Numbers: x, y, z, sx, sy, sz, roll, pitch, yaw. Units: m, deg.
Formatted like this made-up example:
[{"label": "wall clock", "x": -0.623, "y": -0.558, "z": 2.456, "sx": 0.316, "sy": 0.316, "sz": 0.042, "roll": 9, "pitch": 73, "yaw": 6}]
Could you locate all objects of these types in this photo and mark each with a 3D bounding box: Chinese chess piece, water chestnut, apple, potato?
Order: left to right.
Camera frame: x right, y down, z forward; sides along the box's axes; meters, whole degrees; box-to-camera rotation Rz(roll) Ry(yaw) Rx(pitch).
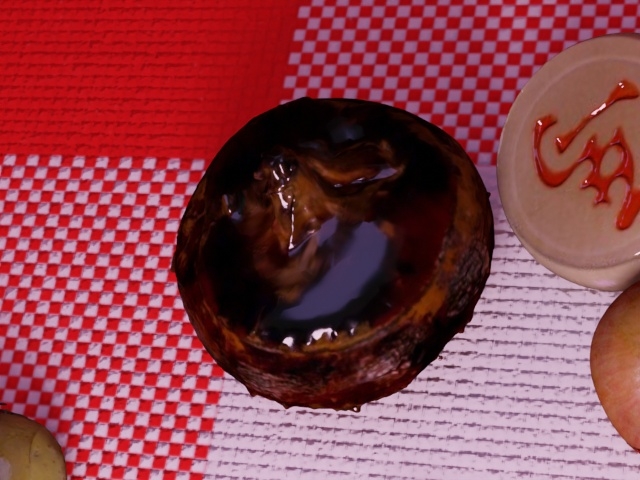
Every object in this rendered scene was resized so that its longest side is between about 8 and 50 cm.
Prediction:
[{"label": "potato", "x": -0.378, "y": 0.255, "z": 2.055, "sx": 0.248, "sy": 0.143, "sz": 0.169, "roll": 4, "pitch": 71, "yaw": 31}, {"label": "water chestnut", "x": 0.000, "y": 0.000, "z": 1.941, "sx": 0.350, "sy": 0.302, "sz": 0.351, "roll": -6, "pitch": 63, "yaw": 12}, {"label": "Chinese chess piece", "x": 0.308, "y": -0.081, "z": 1.942, "sx": 0.273, "sy": 0.102, "sz": 0.273, "roll": -10, "pitch": 73, "yaw": 35}, {"label": "apple", "x": 0.364, "y": 0.121, "z": 1.838, "sx": 0.209, "sy": 0.164, "sz": 0.210, "roll": -4, "pitch": 77, "yaw": 18}]
